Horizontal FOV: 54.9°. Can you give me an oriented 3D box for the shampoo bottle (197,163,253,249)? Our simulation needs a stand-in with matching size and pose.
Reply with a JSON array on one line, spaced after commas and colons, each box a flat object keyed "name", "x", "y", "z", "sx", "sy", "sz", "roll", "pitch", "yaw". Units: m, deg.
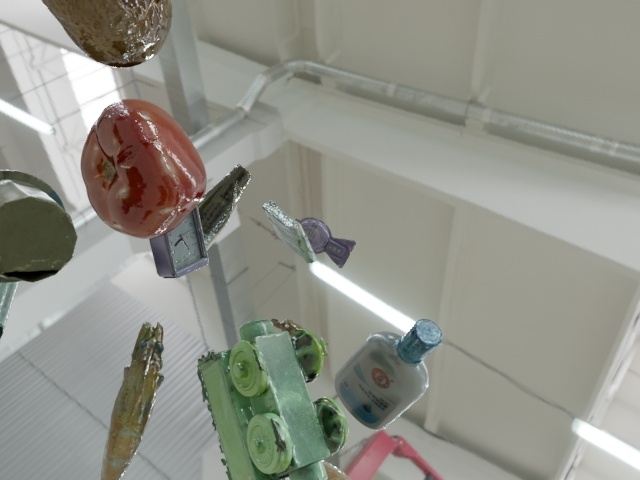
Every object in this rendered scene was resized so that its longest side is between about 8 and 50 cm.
[{"name": "shampoo bottle", "x": -0.340, "y": -0.087, "z": 1.934, "sx": 0.126, "sy": 0.350, "sz": 0.084, "roll": 37, "pitch": -1, "yaw": -40}]

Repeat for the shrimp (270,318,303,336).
[{"name": "shrimp", "x": -0.098, "y": 0.295, "z": 1.810, "sx": 0.187, "sy": 0.133, "sz": 0.051, "roll": 42, "pitch": -32, "yaw": 43}]

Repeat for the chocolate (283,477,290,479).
[{"name": "chocolate", "x": -0.106, "y": 0.382, "z": 1.224, "sx": 0.157, "sy": 0.080, "sz": 0.253, "roll": 82, "pitch": -9, "yaw": -67}]

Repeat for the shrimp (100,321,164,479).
[{"name": "shrimp", "x": -0.360, "y": 0.311, "z": 1.185, "sx": 0.077, "sy": 0.316, "sz": 0.168, "roll": 20, "pitch": -12, "yaw": -17}]

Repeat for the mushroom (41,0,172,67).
[{"name": "mushroom", "x": -0.297, "y": -0.360, "z": 0.846, "sx": 0.154, "sy": 0.253, "sz": 0.253, "roll": -16, "pitch": -63, "yaw": 10}]

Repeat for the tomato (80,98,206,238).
[{"name": "tomato", "x": -0.376, "y": -0.154, "z": 1.331, "sx": 0.299, "sy": 0.226, "sz": 0.298, "roll": 12, "pitch": -70, "yaw": 37}]

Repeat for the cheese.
[{"name": "cheese", "x": 0.000, "y": 0.000, "z": 1.777, "sx": 0.191, "sy": 0.042, "sz": 0.105, "roll": 30, "pitch": -77, "yaw": 1}]

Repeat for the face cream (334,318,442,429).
[{"name": "face cream", "x": 0.145, "y": 0.273, "z": 1.283, "sx": 0.163, "sy": 0.080, "sz": 0.336, "roll": 48, "pitch": -42, "yaw": 15}]

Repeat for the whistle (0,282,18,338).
[{"name": "whistle", "x": -0.855, "y": 0.194, "z": 1.623, "sx": 0.062, "sy": 0.312, "sz": 0.062, "roll": -5, "pitch": -44, "yaw": -4}]

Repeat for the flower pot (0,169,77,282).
[{"name": "flower pot", "x": -0.526, "y": -0.008, "z": 1.067, "sx": 0.203, "sy": 0.212, "sz": 0.212, "roll": 18, "pitch": -43, "yaw": 53}]

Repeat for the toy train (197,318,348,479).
[{"name": "toy train", "x": -0.078, "y": 0.264, "z": 0.976, "sx": 0.188, "sy": 0.159, "sz": 0.271, "roll": -40, "pitch": -116, "yaw": 43}]

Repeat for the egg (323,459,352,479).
[{"name": "egg", "x": -0.010, "y": 0.661, "z": 1.434, "sx": 0.279, "sy": 0.279, "sz": 0.310, "roll": 9, "pitch": -59, "yaw": 42}]

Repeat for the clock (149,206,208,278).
[{"name": "clock", "x": -0.392, "y": -0.005, "z": 1.693, "sx": 0.073, "sy": 0.145, "sz": 0.193, "roll": 0, "pitch": -73, "yaw": 33}]

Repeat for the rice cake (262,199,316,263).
[{"name": "rice cake", "x": -0.078, "y": -0.023, "z": 1.573, "sx": 0.124, "sy": 0.038, "sz": 0.211, "roll": 63, "pitch": -13, "yaw": -25}]
